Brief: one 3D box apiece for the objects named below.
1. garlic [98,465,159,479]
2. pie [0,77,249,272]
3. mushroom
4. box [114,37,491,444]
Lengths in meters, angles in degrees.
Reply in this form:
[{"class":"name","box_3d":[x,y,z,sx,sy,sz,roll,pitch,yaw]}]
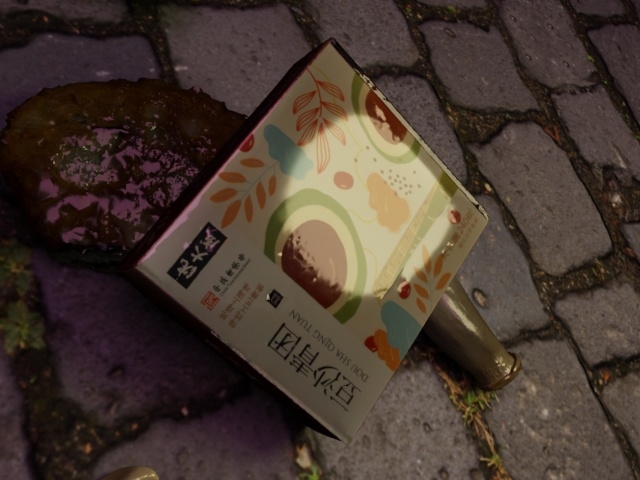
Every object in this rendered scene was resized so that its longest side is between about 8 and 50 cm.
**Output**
[{"class":"garlic","box_3d":[-0.230,0.285,0.702,0.083,0.053,0.041,-17,90,-46]},{"class":"pie","box_3d":[-0.248,-0.098,0.857,0.355,0.103,0.288,2,65,-23]},{"class":"mushroom","box_3d":[0.211,0.129,0.985,0.096,0.108,0.247,-39,83,5]},{"class":"box","box_3d":[0.000,0.000,0.819,0.344,0.122,0.385,44,68,-19]}]
